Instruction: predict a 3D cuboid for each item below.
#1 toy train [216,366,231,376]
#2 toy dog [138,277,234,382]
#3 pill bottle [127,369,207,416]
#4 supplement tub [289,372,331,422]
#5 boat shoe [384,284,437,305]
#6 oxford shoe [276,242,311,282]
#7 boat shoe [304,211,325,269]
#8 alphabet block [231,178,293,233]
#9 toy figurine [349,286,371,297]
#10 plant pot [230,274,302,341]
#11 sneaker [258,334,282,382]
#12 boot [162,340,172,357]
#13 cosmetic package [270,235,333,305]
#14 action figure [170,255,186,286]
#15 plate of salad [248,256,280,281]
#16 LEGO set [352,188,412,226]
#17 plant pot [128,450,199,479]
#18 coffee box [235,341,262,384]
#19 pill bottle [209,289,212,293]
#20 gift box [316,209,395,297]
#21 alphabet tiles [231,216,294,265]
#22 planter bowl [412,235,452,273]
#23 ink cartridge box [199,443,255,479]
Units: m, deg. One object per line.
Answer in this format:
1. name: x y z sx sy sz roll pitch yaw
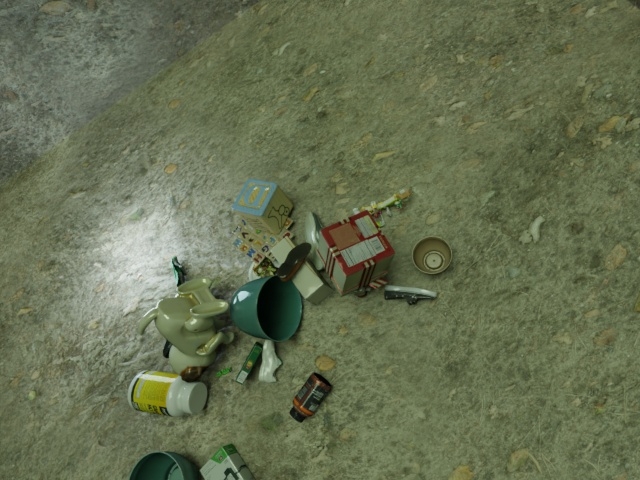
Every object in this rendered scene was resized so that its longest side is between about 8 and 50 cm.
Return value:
1. toy train: -0.460 0.630 1.988 0.083 0.017 0.023 -28 74 10
2. toy dog: -0.584 0.442 1.880 0.285 0.395 0.407 29 128 39
3. pill bottle: -0.714 0.722 1.955 0.334 0.188 0.187 -1 72 21
4. supplement tub: -0.048 0.670 1.768 0.106 0.106 0.198 35 86 27
5. boat shoe: 0.379 0.239 1.774 0.229 0.080 0.076 5 80 23
6. oxford shoe: -0.112 0.096 1.842 0.076 0.076 0.212 29 66 28
7. boat shoe: 0.000 0.000 2.008 0.099 0.116 0.319 0 56 -25
8. alphabet block: -0.284 -0.170 2.071 0.193 0.197 0.192 16 70 30
9. toy figurine: 0.158 0.139 1.861 0.210 0.148 0.213 30 82 21
10. plant pot: -0.267 0.304 1.887 0.235 0.293 0.293 -7 69 37
11. sneaker: -0.219 0.541 1.905 0.094 0.080 0.212 4 79 9
12. boot: -0.766 0.444 2.122 0.207 0.094 0.246 29 77 23
13. cosmetic package: -0.088 0.140 1.939 0.113 0.160 0.309 -41 64 3
14. action figure: -0.754 0.168 2.217 0.063 0.137 0.232 -25 54 -14
15. plate of salad: -0.272 0.153 2.065 0.200 0.048 0.199 -7 69 18
16. LEGO set: 0.295 -0.135 1.916 0.287 0.132 0.107 -19 75 7
17. plant pot: -0.655 1.065 1.808 0.293 0.196 0.293 -7 70 19
18. coffee box: -0.325 0.560 1.907 0.040 0.113 0.184 29 81 -3
19. pill bottle: -0.649 0.320 2.054 0.246 0.130 0.130 -24 62 -18
20. gift box: 0.154 0.062 1.676 0.276 0.258 0.255 -19 66 -13
21. alphabet tiles: -0.300 -0.038 2.132 0.343 0.011 0.285 32 78 33
22. planter bowl: 0.480 0.076 1.773 0.162 0.109 0.162 -7 69 19
23. ink cartridge box: -0.395 1.018 1.787 0.153 0.087 0.208 -47 64 1
